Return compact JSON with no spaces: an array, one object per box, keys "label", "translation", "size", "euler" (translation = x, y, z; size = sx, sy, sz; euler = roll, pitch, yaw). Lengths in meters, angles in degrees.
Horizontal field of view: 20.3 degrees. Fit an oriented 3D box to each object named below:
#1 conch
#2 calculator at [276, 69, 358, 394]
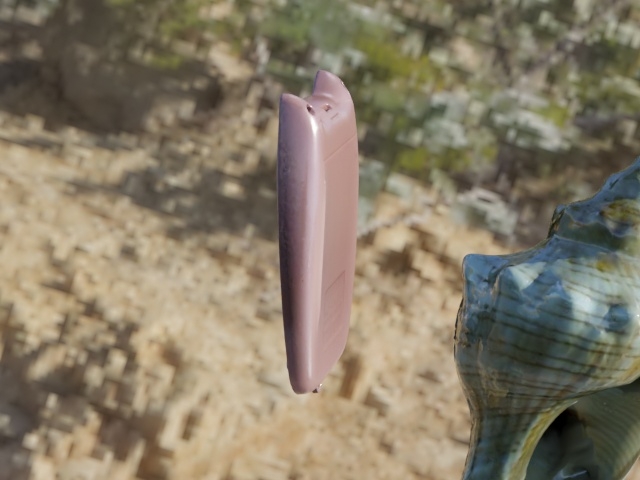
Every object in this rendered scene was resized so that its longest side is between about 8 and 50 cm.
[{"label":"conch","translation":[0.179,0.096,1.369],"size":[0.203,0.386,0.169],"euler":[19,29,-17]},{"label":"calculator","translation":[0.000,0.000,1.827],"size":[0.048,0.329,0.220],"euler":[3,16,12]}]
